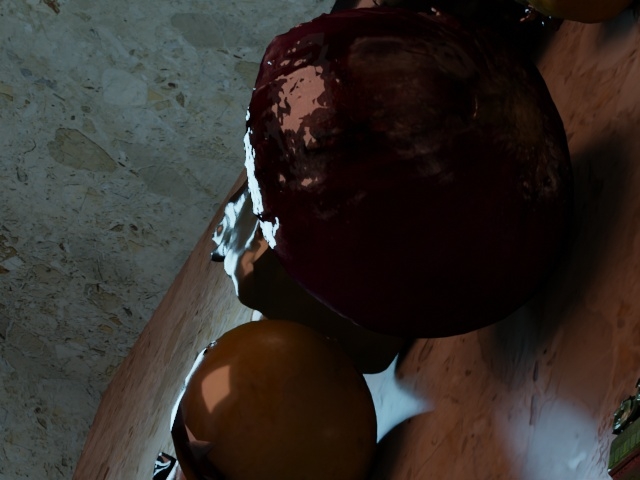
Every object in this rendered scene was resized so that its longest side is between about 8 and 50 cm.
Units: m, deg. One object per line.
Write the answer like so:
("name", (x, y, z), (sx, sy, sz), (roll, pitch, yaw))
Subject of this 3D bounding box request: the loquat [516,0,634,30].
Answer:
("loquat", (0.280, -0.325, 1.296), (0.234, 0.176, 0.187), (-55, -3, 21))

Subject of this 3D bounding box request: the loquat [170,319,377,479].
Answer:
("loquat", (-0.049, 0.206, 1.361), (0.235, 0.235, 0.235), (-58, 13, 21))

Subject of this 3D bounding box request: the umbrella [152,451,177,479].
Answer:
("umbrella", (-0.199, 0.401, 1.862), (0.122, 0.110, 0.272), (-13, 37, 19))

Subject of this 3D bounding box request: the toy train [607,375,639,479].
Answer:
("toy train", (0.241, 0.106, 0.810), (0.148, 0.038, 0.071), (-54, 14, 39))

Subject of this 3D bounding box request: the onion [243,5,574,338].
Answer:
("onion", (0.076, -0.040, 1.141), (0.282, 0.336, 0.260), (-15, 64, 36))

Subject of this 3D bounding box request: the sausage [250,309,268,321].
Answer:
("sausage", (-0.035, 0.077, 1.929), (0.238, 0.098, 0.098), (-56, 13, 25))

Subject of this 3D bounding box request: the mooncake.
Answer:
("mooncake", (0.000, 0.000, 1.604), (0.394, 0.246, 0.393), (-42, 17, 51))

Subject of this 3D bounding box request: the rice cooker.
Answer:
("rice cooker", (0.148, -0.285, 1.580), (0.224, 0.267, 0.267), (-54, 13, 6))

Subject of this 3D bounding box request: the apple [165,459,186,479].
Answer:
("apple", (-0.114, 0.321, 1.541), (0.209, 0.164, 0.209), (-61, 11, 21))
